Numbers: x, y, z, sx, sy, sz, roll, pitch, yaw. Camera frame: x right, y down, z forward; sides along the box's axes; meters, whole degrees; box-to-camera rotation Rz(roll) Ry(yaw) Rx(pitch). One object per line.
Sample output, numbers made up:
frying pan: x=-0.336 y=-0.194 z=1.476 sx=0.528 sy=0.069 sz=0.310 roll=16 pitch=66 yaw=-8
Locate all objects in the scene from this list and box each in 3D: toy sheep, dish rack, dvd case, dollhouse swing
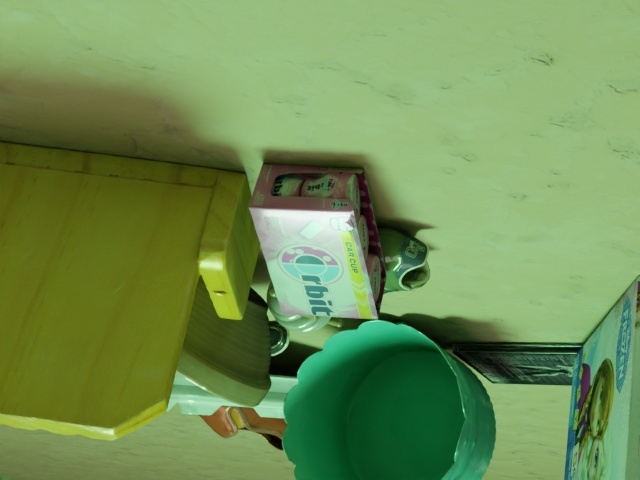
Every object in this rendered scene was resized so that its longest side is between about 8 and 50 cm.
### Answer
toy sheep: x=-0.021 y=0.073 z=1.572 sx=0.091 sy=0.091 sz=0.132 roll=-2 pitch=162 yaw=30
dish rack: x=-0.130 y=0.245 z=2.030 sx=0.332 sy=0.072 sz=0.285 roll=7 pitch=171 yaw=-26
dvd case: x=0.320 y=0.177 z=1.816 sx=0.221 sy=0.018 sz=0.164 roll=-2 pitch=157 yaw=30
dollhouse swing: x=-0.265 y=0.074 z=1.356 sx=0.346 sy=0.305 sz=0.315 roll=7 pitch=161 yaw=4

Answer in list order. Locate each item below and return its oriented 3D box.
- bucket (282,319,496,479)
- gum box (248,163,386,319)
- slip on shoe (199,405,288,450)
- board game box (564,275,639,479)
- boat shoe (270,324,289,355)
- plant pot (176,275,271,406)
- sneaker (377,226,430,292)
bucket: x=0.102 y=0.257 z=1.774 sx=0.281 sy=0.281 sz=0.183 roll=0 pitch=167 yaw=26
gum box: x=0.000 y=0.000 z=1.312 sx=0.107 sy=0.062 sz=0.188 roll=2 pitch=141 yaw=15
slip on shoe: x=-0.167 y=0.294 z=2.245 sx=0.331 sy=0.101 sz=0.123 roll=23 pitch=165 yaw=-33
board game box: x=0.353 y=0.245 z=1.509 sx=0.065 sy=0.319 sz=0.318 roll=9 pitch=157 yaw=1
boat shoe: x=-0.093 y=0.142 z=1.872 sx=0.038 sy=0.046 sz=0.125 roll=17 pitch=168 yaw=-36
plant pot: x=-0.141 y=0.093 z=1.576 sx=0.237 sy=0.110 sz=0.237 roll=36 pitch=-174 yaw=-4
sneaker: x=0.081 y=0.040 z=1.455 sx=0.086 sy=0.064 sz=0.192 roll=13 pitch=158 yaw=5
